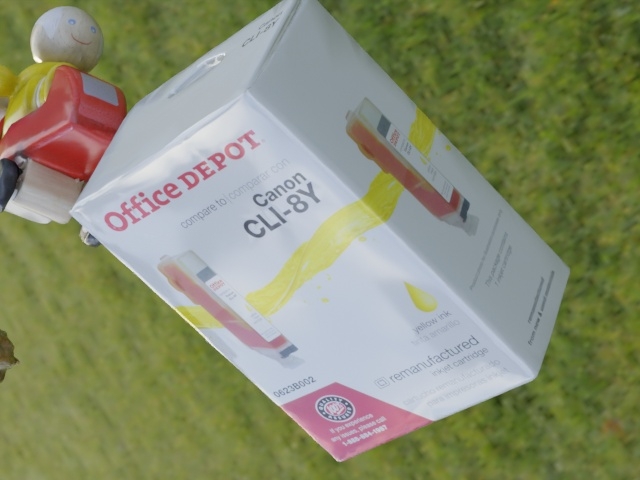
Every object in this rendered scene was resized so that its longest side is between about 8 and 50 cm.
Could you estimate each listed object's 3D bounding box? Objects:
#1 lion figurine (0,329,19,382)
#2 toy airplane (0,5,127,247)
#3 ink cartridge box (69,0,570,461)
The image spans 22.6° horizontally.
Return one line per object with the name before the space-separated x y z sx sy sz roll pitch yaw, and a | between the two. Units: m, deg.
lion figurine | -0.655 0.158 2.350 0.240 0.392 0.142 40 -124 -83
toy airplane | -0.334 -0.144 1.900 0.384 0.272 0.386 15 172 20
ink cartridge box | 0.000 0.000 1.511 0.385 0.160 0.279 45 133 -18
